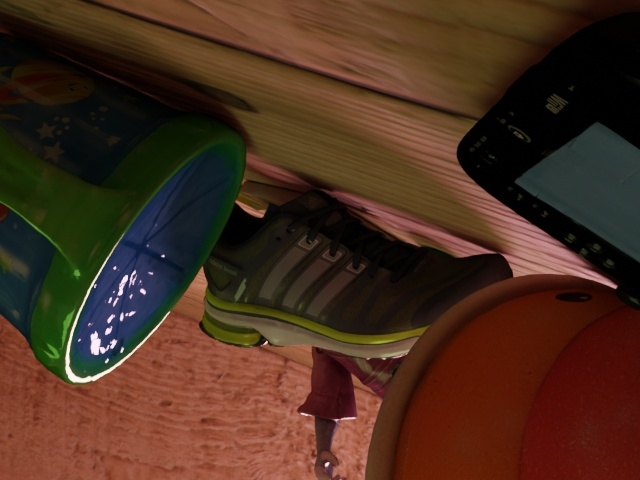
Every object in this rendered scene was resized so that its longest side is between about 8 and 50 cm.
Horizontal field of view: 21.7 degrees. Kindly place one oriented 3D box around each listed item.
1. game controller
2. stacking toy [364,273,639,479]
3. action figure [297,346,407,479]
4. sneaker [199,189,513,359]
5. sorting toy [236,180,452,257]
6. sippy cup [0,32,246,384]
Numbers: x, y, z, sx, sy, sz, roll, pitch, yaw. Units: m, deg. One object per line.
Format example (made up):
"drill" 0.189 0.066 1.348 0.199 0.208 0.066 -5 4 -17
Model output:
"game controller" 0.157 -0.025 0.793 0.166 0.067 0.319 25 172 -2
"stacking toy" 0.283 0.150 1.020 0.351 0.350 0.480 28 154 -23
"action figure" 0.104 0.115 1.711 0.370 0.248 0.275 37 -146 -5
"sneaker" 0.015 0.022 1.367 0.300 0.121 0.111 -1 -158 32
"sorting toy" 0.000 0.000 1.511 0.132 0.046 0.274 31 170 -37
"sippy cup" -0.213 -0.043 1.302 0.224 0.240 0.305 33 144 12
